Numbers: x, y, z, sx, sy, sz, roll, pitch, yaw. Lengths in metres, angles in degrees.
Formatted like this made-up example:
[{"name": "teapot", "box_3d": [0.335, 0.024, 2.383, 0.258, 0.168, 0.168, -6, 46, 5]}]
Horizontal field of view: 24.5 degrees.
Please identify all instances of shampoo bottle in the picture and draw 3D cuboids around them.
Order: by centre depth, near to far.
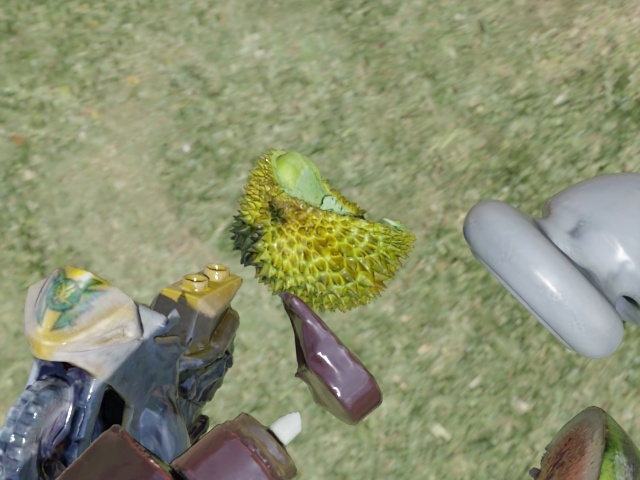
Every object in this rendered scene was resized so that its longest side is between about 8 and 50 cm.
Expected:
[{"name": "shampoo bottle", "box_3d": [-0.076, 0.115, 0.459, 0.067, 0.236, 0.068, 26, 152, 57]}]

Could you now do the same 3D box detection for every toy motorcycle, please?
[{"name": "toy motorcycle", "box_3d": [-0.105, 0.063, 0.848, 0.094, 0.229, 0.129, 12, 108, 24]}]

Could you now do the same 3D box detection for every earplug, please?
[{"name": "earplug", "box_3d": [0.286, 0.018, 1.602, 0.214, 0.325, 0.175, 47, 124, 24]}]

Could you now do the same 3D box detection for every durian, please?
[{"name": "durian", "box_3d": [-0.004, -0.001, 1.901, 0.237, 0.200, 0.176, 24, 119, -5]}]

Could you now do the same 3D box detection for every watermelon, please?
[{"name": "watermelon", "box_3d": [0.188, 0.194, 1.088, 0.063, 0.245, 0.119, 44, 117, -13]}]
